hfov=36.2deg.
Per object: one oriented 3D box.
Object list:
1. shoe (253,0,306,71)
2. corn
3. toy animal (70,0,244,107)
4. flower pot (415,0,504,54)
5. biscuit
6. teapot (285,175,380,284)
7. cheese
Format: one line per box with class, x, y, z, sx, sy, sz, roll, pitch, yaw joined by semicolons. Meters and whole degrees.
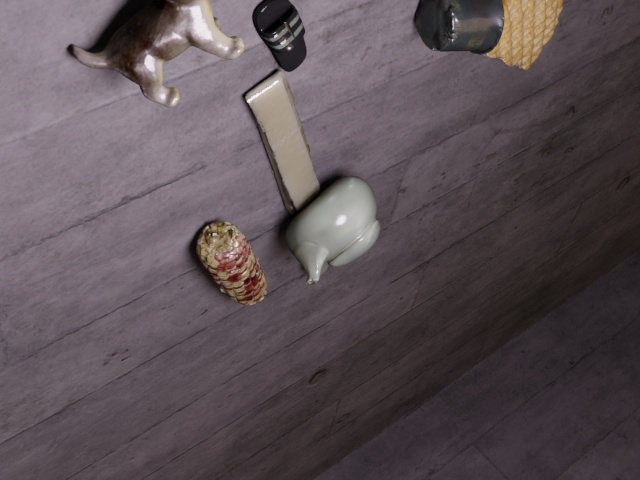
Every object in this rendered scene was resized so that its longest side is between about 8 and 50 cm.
shoe;-0.050;-0.321;1.565;0.071;0.049;0.179;-43;154;-6
corn;-0.165;0.052;1.889;0.098;0.098;0.290;-41;158;-8
toy animal;-0.200;-0.296;1.314;0.233;0.121;0.169;-44;139;18
flower pot;0.244;-0.407;1.776;0.107;0.157;0.157;-17;144;-24
biscuit;0.437;-0.464;2.085;0.204;0.040;0.309;-55;153;19
teapot;0.029;-0.025;2.008;0.220;0.149;0.318;-40;-178;2
cheese;-0.061;-0.169;1.790;0.085;0.034;0.400;-43;155;-12
